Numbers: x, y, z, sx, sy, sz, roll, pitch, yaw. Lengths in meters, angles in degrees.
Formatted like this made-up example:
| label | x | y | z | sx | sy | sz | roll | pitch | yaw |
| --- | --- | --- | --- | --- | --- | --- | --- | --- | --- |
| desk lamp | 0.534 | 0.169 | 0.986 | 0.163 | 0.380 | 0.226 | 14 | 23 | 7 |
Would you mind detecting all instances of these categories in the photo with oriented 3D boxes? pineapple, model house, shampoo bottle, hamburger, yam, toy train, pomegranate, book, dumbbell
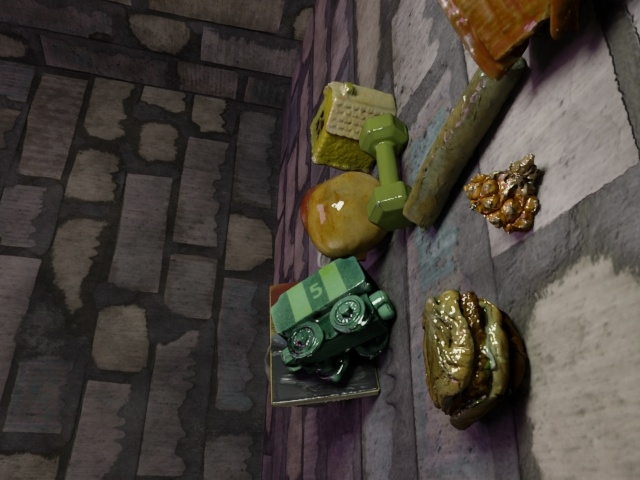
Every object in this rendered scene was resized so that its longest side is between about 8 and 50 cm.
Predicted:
| label | x | y | z | sx | sy | sz | roll | pitch | yaw |
| --- | --- | --- | --- | --- | --- | --- | --- | --- | --- |
| pineapple | 0.282 | -0.076 | 0.737 | 0.114 | 0.077 | 0.114 | 50 | 131 | 24 |
| model house | 0.090 | -0.320 | 1.392 | 0.234 | 0.193 | 0.175 | 126 | 150 | -59 |
| shampoo bottle | 0.000 | 0.000 | 1.765 | 0.221 | 0.051 | 0.108 | -106 | 21 | -56 |
| hamburger | 0.221 | 0.175 | 0.756 | 0.206 | 0.130 | 0.183 | 82 | -173 | -58 |
| yam | 0.239 | -0.163 | 0.911 | 0.372 | 0.083 | 0.083 | 110 | 162 | -44 |
| toy train | 0.030 | 0.192 | 1.233 | 0.167 | 0.299 | 0.238 | 51 | -168 | -41 |
| pomegranate | 0.069 | -0.061 | 1.292 | 0.233 | 0.233 | 0.233 | -173 | 90 | -77 |
| book | -0.002 | 0.250 | 1.343 | 0.028 | 0.262 | 0.374 | 80 | -177 | -46 |
| model house | 0.280 | -0.376 | 0.670 | 0.199 | 0.219 | 0.229 | -44 | 6 | -20 |
| dumbbell | 0.158 | -0.164 | 1.187 | 0.108 | 0.121 | 0.302 | -33 | 45 | 35 |

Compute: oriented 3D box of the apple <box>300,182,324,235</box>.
| label | x | y | z | sx | sy | sz | roll | pitch | yaw |
| --- | --- | --- | --- | --- | --- | --- | --- | --- | --- |
| apple | 0.033 | -0.080 | 1.518 | 0.188 | 0.188 | 0.174 | 152 | 113 | -75 |

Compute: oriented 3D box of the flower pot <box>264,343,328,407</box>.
| label | x | y | z | sx | sy | sz | roll | pitch | yaw |
| --- | --- | --- | --- | --- | --- | --- | --- | --- | --- |
| flower pot | -0.032 | 0.351 | 1.445 | 0.246 | 0.195 | 0.246 | -32 | 28 | 20 |
